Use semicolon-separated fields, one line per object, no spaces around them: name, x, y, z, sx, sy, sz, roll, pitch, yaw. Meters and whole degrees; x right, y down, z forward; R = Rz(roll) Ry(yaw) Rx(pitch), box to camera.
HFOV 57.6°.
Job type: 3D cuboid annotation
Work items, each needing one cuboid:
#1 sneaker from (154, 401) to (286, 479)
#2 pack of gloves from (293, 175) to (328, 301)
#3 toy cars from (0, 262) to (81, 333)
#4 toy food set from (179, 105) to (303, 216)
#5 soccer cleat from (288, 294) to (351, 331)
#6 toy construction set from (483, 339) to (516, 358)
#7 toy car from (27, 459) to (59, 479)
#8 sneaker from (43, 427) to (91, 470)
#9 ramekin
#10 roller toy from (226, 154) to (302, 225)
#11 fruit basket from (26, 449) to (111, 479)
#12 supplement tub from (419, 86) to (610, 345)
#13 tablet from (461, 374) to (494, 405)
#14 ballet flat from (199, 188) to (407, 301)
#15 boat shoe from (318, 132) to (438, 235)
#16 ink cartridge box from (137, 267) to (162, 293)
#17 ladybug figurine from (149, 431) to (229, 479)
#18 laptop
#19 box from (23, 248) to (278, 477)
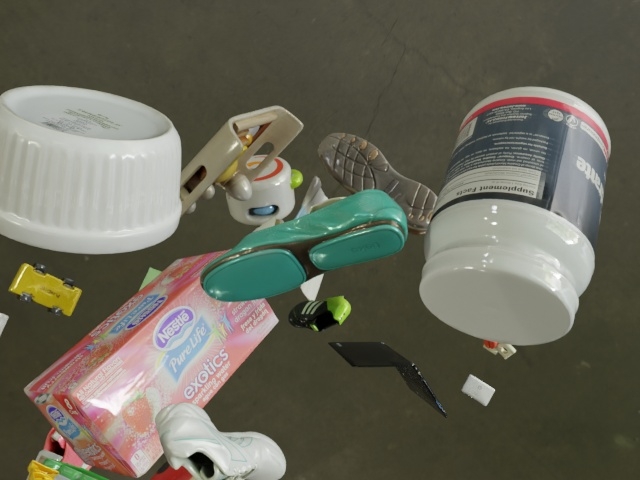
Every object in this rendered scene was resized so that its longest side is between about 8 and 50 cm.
sneaker;-0.092;0.211;0.555;0.152;0.061;0.054;35;105;-33
pack of gloves;0.000;0.000;1.352;0.046;0.232;0.195;1;141;31
toy cars;-0.807;0.158;1.479;0.087;0.393;0.177;3;106;35
toy food set;-0.155;-0.124;1.046;0.219;0.306;0.092;-42;93;23
soccer cleat;-0.013;0.162;1.224;0.178;0.072;0.060;-22;115;42
toy construction set;0.427;0.150;1.412;0.151;0.327;0.215;-32;91;38
toy car;-0.195;0.226;0.433;0.060;0.040;0.122;-35;118;-8
sneaker;-0.576;0.445;1.405;0.115;0.136;0.314;19;81;18
ramekin;-0.242;-0.082;0.603;0.207;0.207;0.109;18;114;2
roller toy;-0.171;-0.137;1.624;0.209;0.191;0.146;20;132;32
fruit basket;-0.460;0.570;0.982;0.326;0.353;0.165;10;148;27
supplement tub;0.237;-0.033;0.709;0.191;0.272;0.191;17;150;10
tablet;0.447;0.424;1.651;0.083;0.006;0.054;32;82;2
ballet flat;-0.021;0.003;0.676;0.247;0.087;0.083;-17;131;12
boat shoe;0.121;-0.116;1.313;0.324;0.116;0.123;42;73;16
ink cartridge box;-0.414;0.157;1.738;0.235;0.171;0.056;23;125;-12
ladybug figurine;-0.361;0.664;1.466;0.161;0.449;0.305;34;146;14
laptop;0.172;0.362;1.535;0.136;0.234;0.264;-35;102;-9
box;-0.220;0.156;0.809;0.154;0.300;0.142;-10;117;43
